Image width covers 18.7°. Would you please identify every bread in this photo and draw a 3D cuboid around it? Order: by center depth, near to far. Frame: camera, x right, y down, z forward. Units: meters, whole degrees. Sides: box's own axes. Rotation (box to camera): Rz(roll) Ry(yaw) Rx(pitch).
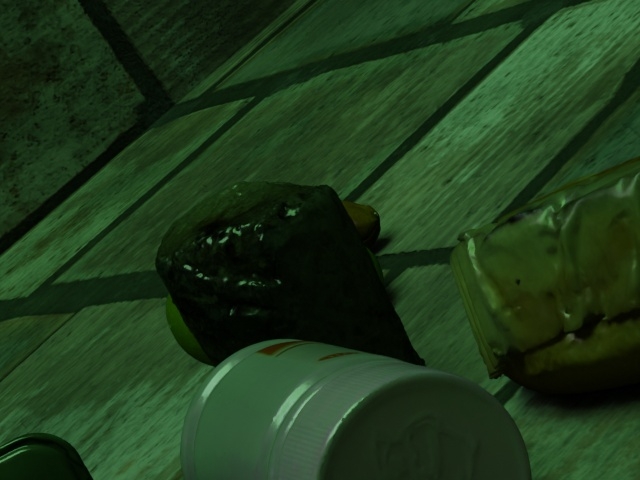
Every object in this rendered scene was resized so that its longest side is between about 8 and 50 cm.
[{"bbox_3d":[0.282,0.022,1.728,0.236,0.183,0.388,-27,2,-36],"label":"bread"}]

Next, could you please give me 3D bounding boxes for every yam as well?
[{"bbox_3d":[-0.022,0.081,1.931,0.195,0.300,0.195,-23,25,11],"label":"yam"}]

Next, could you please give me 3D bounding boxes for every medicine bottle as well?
[{"bbox_3d":[0.022,0.194,1.657,0.202,0.202,0.316,-40,17,-17],"label":"medicine bottle"}]

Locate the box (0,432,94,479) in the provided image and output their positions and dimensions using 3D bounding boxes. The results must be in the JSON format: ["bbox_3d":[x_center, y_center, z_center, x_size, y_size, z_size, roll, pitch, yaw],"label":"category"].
[{"bbox_3d":[-0.334,0.341,1.855,0.328,0.253,0.178,-27,7,-3],"label":"box"}]

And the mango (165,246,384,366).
[{"bbox_3d":[-0.053,0.065,2.318,0.293,0.143,0.175,-13,27,32],"label":"mango"}]

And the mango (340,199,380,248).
[{"bbox_3d":[0.000,0.003,2.473,0.159,0.084,0.105,-17,37,-3],"label":"mango"}]
